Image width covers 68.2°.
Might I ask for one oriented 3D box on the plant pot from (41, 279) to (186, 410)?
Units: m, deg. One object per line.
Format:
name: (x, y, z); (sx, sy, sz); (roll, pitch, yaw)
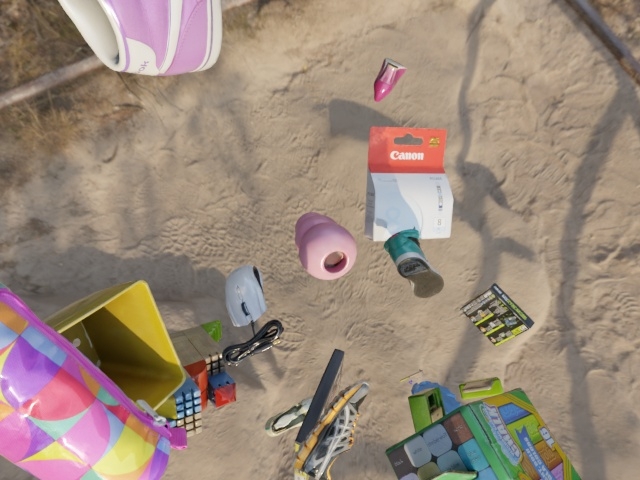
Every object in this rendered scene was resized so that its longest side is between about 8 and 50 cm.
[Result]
plant pot: (-0.395, 0.204, 0.788); (0.187, 0.212, 0.212); (-3, 113, 32)

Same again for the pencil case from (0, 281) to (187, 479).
pencil case: (-0.227, 0.138, 0.404); (0.104, 0.104, 0.236); (-38, 122, -7)

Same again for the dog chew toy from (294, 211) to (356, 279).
dog chew toy: (0.000, 0.000, 1.737); (0.207, 0.206, 0.332); (-27, 33, -4)

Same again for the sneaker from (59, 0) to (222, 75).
sneaker: (-0.178, -0.300, 0.436); (0.102, 0.161, 0.282); (9, 114, 33)

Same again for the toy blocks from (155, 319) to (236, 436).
toy blocks: (-0.331, 0.307, 0.971); (0.382, 0.261, 0.190); (-11, 113, -34)

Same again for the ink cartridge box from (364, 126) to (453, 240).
ink cartridge box: (0.315, -0.194, 1.641); (0.308, 0.091, 0.384); (-2, 103, -19)

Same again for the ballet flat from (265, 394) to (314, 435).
ballet flat: (-0.078, 0.614, 1.669); (0.249, 0.086, 0.086); (-23, 76, -21)

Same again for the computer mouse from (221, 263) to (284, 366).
computer mouse: (-0.129, 0.108, 0.796); (0.106, 0.042, 0.193); (-28, 47, 6)

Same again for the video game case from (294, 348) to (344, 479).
video game case: (-0.003, 0.463, 1.234); (0.035, 0.248, 0.274); (16, 43, 13)

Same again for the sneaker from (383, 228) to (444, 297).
sneaker: (0.292, 0.061, 1.515); (0.124, 0.295, 0.178); (-27, 51, 14)

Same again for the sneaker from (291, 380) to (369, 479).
sneaker: (0.036, 0.377, 0.944); (0.083, 0.084, 0.215); (37, 76, 8)

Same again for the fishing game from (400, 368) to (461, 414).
fishing game: (0.400, 0.563, 1.644); (0.264, 0.189, 0.041); (37, 121, 33)

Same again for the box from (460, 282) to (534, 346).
box: (0.609, 0.262, 1.646); (0.184, 0.190, 0.045); (45, 56, 10)

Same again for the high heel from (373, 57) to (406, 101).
high heel: (0.221, -0.524, 1.548); (0.082, 0.244, 0.117); (25, 118, -3)

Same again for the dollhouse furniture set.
dollhouse furniture set: (0.339, 0.475, 1.048); (0.198, 0.151, 0.301); (-16, 76, 22)

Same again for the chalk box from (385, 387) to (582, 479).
chalk box: (0.242, 0.363, 0.733); (0.180, 0.289, 0.179); (-45, 56, 29)
